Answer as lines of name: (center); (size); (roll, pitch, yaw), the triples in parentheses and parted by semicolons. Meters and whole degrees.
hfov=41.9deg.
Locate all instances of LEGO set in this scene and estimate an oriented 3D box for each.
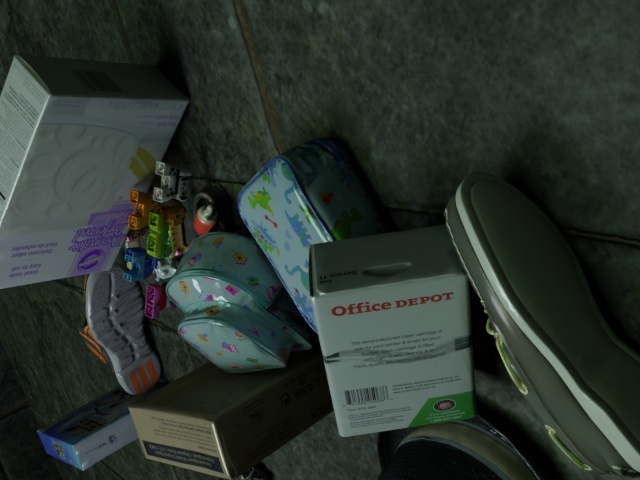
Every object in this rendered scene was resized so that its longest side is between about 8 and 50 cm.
LEGO set: (-0.302, -0.057, 1.359); (0.132, 0.107, 0.287); (11, 123, 51)
LEGO set: (-0.229, -0.011, 1.244); (0.087, 0.093, 0.227); (18, 106, 39)

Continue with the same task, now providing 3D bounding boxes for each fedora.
fedora: (0.141, 0.345, 0.995); (0.334, 0.152, 0.334); (34, 139, 37)

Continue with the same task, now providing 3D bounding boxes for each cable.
cable: (-0.189, 0.011, 1.282); (0.287, 0.072, 0.139); (-30, 86, 57)

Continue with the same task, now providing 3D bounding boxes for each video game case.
video game case: (-0.441, 0.378, 1.762); (0.269, 0.244, 0.061); (-9, 106, 57)

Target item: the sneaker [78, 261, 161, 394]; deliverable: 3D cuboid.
sneaker: (-0.443, 0.163, 1.714); (0.180, 0.125, 0.321); (26, 134, 42)

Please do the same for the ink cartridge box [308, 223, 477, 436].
ink cartridge box: (0.076, 0.095, 0.864); (0.087, 0.153, 0.208); (-95, -4, -52)

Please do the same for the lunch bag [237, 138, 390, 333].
lunch bag: (0.000, 0.000, 0.989); (0.219, 0.090, 0.176); (58, 148, 4)

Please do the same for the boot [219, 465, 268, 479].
boot: (-0.180, 0.379, 1.561); (0.229, 0.091, 0.263); (39, 146, 24)

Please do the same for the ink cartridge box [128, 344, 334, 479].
ink cartridge box: (-0.108, 0.223, 1.148); (0.193, 0.235, 0.088); (-5, 105, 46)

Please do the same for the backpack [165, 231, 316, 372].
backpack: (-0.109, 0.082, 1.098); (0.166, 0.144, 0.188); (-14, 125, 46)

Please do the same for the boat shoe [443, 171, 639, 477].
boat shoe: (0.199, 0.081, 0.751); (0.305, 0.109, 0.091); (55, 143, 3)

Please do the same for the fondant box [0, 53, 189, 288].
fondant box: (-0.355, -0.092, 1.181); (0.096, 0.238, 0.330); (45, 120, 23)
